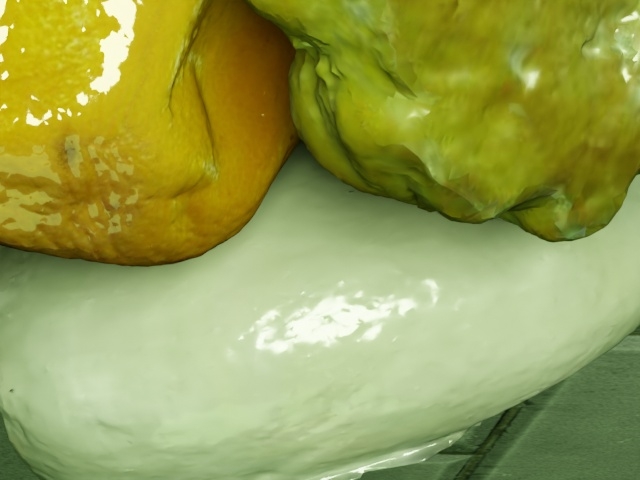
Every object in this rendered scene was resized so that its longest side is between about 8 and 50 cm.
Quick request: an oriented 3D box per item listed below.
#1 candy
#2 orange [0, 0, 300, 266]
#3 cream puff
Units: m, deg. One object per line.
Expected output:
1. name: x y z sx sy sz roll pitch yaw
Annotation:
1. candy: 0.000 0.000 0.979 0.426 0.186 0.386 -9 -164 6
2. orange: -0.116 -0.110 0.776 0.249 0.183 0.249 19 -161 -7
3. cream puff: 0.080 -0.140 0.714 0.281 0.282 0.185 14 -164 -33
